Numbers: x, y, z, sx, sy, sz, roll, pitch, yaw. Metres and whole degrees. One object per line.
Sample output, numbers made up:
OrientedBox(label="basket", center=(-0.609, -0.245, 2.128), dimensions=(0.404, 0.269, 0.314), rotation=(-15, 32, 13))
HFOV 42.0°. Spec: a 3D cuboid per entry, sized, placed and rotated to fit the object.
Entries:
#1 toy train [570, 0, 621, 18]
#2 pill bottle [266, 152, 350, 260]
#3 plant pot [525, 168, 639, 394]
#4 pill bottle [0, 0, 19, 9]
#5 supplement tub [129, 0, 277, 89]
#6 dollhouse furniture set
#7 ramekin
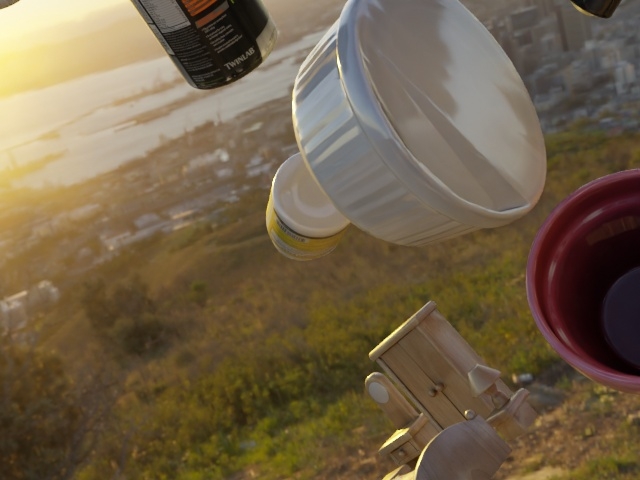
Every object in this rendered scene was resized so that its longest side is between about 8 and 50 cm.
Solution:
OrientedBox(label="toy train", center=(0.296, -0.378, 0.755), dimensions=(0.142, 0.333, 0.190), rotation=(-13, 50, -41))
OrientedBox(label="pill bottle", center=(-0.016, -0.040, 1.176), dimensions=(0.119, 0.119, 0.208), rotation=(-21, -10, -12))
OrientedBox(label="plant pot", center=(0.314, 0.056, 0.789), dimensions=(0.201, 0.201, 0.180), rotation=(-9, -23, 24))
OrientedBox(label="pill bottle", center=(-0.357, -0.340, 0.836), dimensions=(0.117, 0.117, 0.215), rotation=(-19, 60, -6))
OrientedBox(label="supplement tub", center=(-0.133, -0.257, 0.839), dimensions=(0.117, 0.190, 0.117), rotation=(-19, 40, 17))
OrientedBox(label="dollhouse furniture set", center=(0.056, 0.248, 0.962), dimensions=(0.356, 0.174, 0.303), rotation=(-34, -11, -42))
OrientedBox(label="ramekin", center=(0.092, -0.118, 0.831), dimensions=(0.127, 0.272, 0.273), rotation=(-32, 4, 41))
